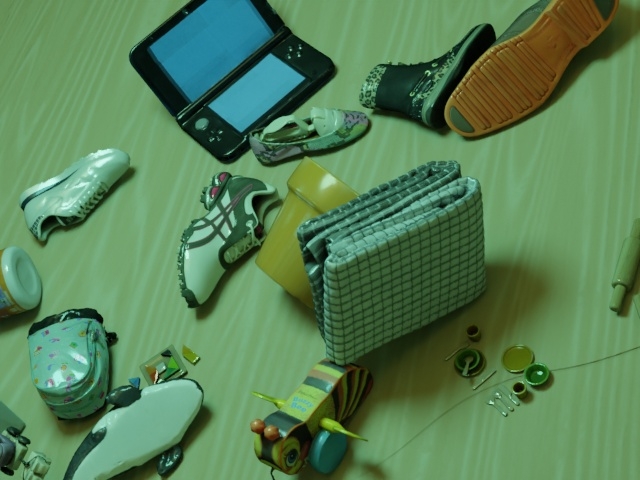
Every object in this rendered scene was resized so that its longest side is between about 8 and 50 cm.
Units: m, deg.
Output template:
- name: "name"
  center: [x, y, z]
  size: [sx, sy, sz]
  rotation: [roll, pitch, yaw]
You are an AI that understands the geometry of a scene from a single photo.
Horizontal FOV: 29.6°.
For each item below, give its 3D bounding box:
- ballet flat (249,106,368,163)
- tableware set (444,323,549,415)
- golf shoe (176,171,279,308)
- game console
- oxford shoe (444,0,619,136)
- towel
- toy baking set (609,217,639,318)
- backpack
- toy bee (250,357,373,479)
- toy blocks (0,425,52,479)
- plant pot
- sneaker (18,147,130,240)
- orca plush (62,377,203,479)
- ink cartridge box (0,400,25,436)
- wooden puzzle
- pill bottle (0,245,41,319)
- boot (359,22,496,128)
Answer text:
- name: "ballet flat"
  center: [-0.026, -0.199, 2.184]
  size: [0.221, 0.079, 0.077]
  rotation: [-15, 48, 14]
- name: "tableware set"
  center: [0.258, 0.179, 1.779]
  size: [0.104, 0.024, 0.154]
  rotation: [-38, 47, -7]
- name: "golf shoe"
  center: [-0.164, -0.005, 2.082]
  size: [0.120, 0.105, 0.273]
  rotation: [5, 57, 20]
- name: "game console"
  center: [-0.167, -0.337, 2.301]
  size: [0.293, 0.173, 0.250]
  rotation: [-42, 47, -9]
- name: "oxford shoe"
  center: [0.354, -0.316, 2.094]
  size: [0.363, 0.130, 0.133]
  rotation: [-41, 14, 0]
- name: "towel"
  center: [0.106, 0.032, 1.791]
  size: [0.283, 0.235, 0.121]
  rotation: [-26, 48, -18]
- name: "toy baking set"
  center: [0.532, 0.029, 1.768]
  size: [0.196, 0.030, 0.256]
  rotation: [4, 56, 25]
- name: "backpack"
  center: [-0.422, 0.208, 2.024]
  size: [0.151, 0.115, 0.182]
  rotation: [-21, 50, 6]
- name: "toy bee"
  center: [-0.026, 0.278, 1.744]
  size: [0.195, 0.162, 0.298]
  rotation: [-2, 53, 22]
- name: "toy blocks"
  center: [-0.535, 0.440, 1.733]
  size: [0.288, 0.260, 0.309]
  rotation: [28, 90, 40]
- name: "plant pot"
  center: [0.000, 0.000, 1.946]
  size: [0.188, 0.205, 0.205]
  rotation: [-52, 49, 1]
- name: "sneaker"
  center: [-0.457, -0.088, 2.312]
  size: [0.235, 0.090, 0.095]
  rotation: [-32, 59, 4]
- name: "orca plush"
  center: [-0.303, 0.325, 1.916]
  size: [0.151, 0.102, 0.287]
  rotation: [35, 81, -6]
- name: "ink cartridge box"
  center: [-0.660, 0.268, 2.032]
  size: [0.272, 0.197, 0.114]
  rotation: [16, 62, 34]
- name: "wooden puzzle"
  center: [-0.261, 0.211, 2.011]
  size: [0.116, 0.014, 0.078]
  rotation: [-39, 47, -7]
- name: "pill bottle"
  center: [-0.629, 0.098, 2.207]
  size: [0.216, 0.121, 0.121]
  rotation: [-19, 48, 11]
- name: "boot"
  center: [0.192, -0.308, 2.166]
  size: [0.178, 0.085, 0.236]
  rotation: [16, 61, 38]
